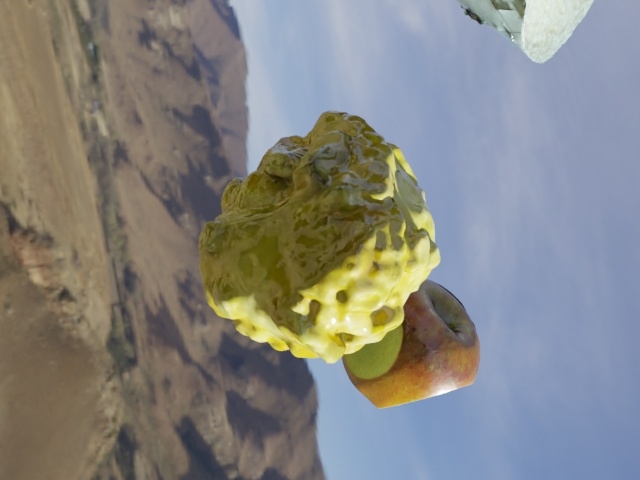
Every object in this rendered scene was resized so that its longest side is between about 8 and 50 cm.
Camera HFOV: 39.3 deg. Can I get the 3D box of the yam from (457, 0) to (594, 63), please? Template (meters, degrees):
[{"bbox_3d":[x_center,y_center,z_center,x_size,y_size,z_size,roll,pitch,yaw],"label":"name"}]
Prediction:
[{"bbox_3d":[0.165,-0.387,0.991,0.348,0.241,0.241,40,-27,22],"label":"yam"}]

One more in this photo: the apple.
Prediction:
[{"bbox_3d":[0.102,0.127,1.039,0.147,0.146,0.163,-46,-129,26],"label":"apple"}]

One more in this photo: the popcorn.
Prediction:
[{"bbox_3d":[0.000,0.000,0.869,0.192,0.233,0.266,40,-1,-38],"label":"popcorn"}]
